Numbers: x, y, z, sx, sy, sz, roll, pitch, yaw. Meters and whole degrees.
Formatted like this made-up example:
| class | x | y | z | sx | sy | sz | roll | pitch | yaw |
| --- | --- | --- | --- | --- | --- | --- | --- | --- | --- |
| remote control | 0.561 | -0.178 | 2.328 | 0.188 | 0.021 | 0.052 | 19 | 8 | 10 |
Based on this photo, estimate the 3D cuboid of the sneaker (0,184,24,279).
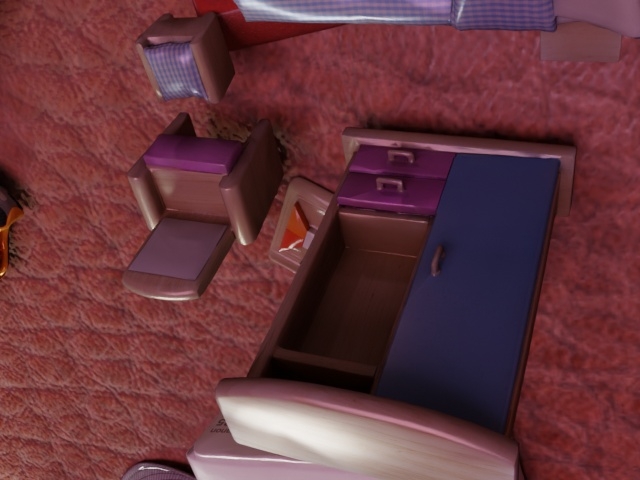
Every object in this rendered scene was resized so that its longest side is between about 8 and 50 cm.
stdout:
| class | x | y | z | sx | sy | sz | roll | pitch | yaw |
| --- | --- | --- | --- | --- | --- | --- | --- | --- | --- |
| sneaker | -0.323 | 0.024 | 0.670 | 0.083 | 0.084 | 0.215 | 31 | 126 | 3 |

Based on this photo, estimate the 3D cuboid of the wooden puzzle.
| class | x | y | z | sx | sy | sz | roll | pitch | yaw |
| --- | --- | --- | --- | --- | --- | --- | --- | --- | --- |
| wooden puzzle | 0.000 | 0.000 | 0.529 | 0.116 | 0.014 | 0.078 | 23 | 125 | 15 |

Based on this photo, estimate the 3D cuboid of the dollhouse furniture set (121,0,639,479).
| class | x | y | z | sx | sy | sz | roll | pitch | yaw |
| --- | --- | --- | --- | --- | --- | --- | --- | --- | --- |
| dollhouse furniture set | -0.015 | -0.072 | 0.324 | 0.286 | 0.198 | 0.303 | 8 | 137 | 20 |

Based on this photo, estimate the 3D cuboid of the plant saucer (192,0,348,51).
| class | x | y | z | sx | sy | sz | roll | pitch | yaw |
| --- | --- | --- | --- | --- | --- | --- | --- | --- | --- |
| plant saucer | -0.001 | -0.237 | 0.377 | 0.259 | 0.048 | 0.258 | -4 | 115 | 29 |

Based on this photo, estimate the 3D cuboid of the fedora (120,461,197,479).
| class | x | y | z | sx | sy | sz | roll | pitch | yaw |
| --- | --- | --- | --- | --- | --- | --- | --- | --- | --- |
| fedora | -0.119 | 0.354 | 0.722 | 0.275 | 0.124 | 0.244 | 30 | 126 | 9 |

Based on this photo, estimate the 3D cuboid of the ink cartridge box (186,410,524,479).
| class | x | y | z | sx | sy | sz | roll | pitch | yaw |
| --- | --- | --- | --- | --- | --- | --- | --- | --- | --- |
| ink cartridge box | 0.054 | 0.236 | 0.569 | 0.207 | 0.117 | 0.283 | -6 | 114 | 30 |
